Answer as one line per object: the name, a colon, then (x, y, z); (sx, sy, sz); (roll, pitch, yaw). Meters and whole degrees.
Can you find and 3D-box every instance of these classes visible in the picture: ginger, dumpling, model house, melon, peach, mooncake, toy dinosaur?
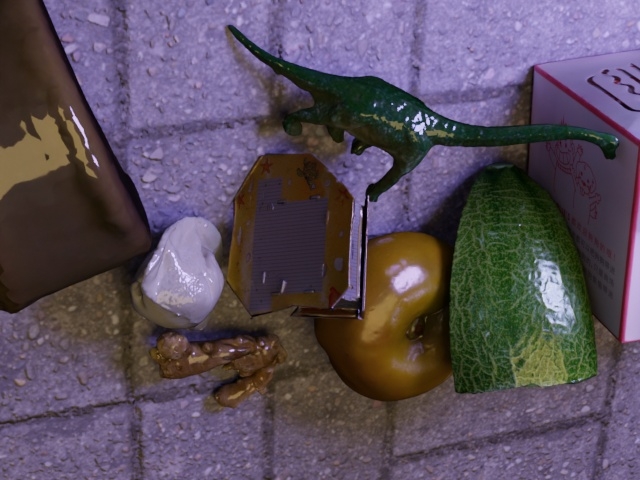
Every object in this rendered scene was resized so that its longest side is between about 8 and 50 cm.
ginger: (-0.136, 0.163, 1.774); (0.176, 0.052, 0.193); (-25, 141, -11)
dumpling: (-0.176, 0.039, 1.659); (0.111, 0.181, 0.155); (23, 70, -3)
model house: (0.000, 0.000, 1.681); (0.136, 0.207, 0.219); (18, 69, -49)
melon: (0.262, 0.042, 1.762); (0.196, 0.124, 0.323); (-5, 83, 0)
peach: (0.110, 0.104, 1.808); (0.251, 0.153, 0.251); (-16, 117, -34)
mooncake: (-0.364, -0.123, 1.423); (0.246, 0.393, 0.394); (-27, 84, -11)
toy dinosaur: (0.117, -0.171, 1.595); (0.447, 0.087, 0.301); (36, 138, -24)

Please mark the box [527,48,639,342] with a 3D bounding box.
box: (0.481, -0.078, 1.771); (0.300, 0.314, 0.312); (-11, 120, -16)
